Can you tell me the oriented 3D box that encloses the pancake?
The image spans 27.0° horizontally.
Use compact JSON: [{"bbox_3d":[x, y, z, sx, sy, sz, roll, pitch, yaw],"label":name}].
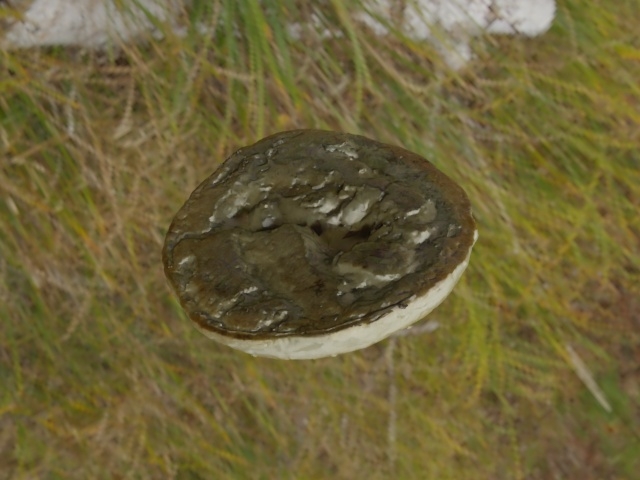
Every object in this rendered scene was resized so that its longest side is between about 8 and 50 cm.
[{"bbox_3d":[0.000,0.000,0.657,0.158,0.158,0.028,-23,137,-18],"label":"pancake"}]
